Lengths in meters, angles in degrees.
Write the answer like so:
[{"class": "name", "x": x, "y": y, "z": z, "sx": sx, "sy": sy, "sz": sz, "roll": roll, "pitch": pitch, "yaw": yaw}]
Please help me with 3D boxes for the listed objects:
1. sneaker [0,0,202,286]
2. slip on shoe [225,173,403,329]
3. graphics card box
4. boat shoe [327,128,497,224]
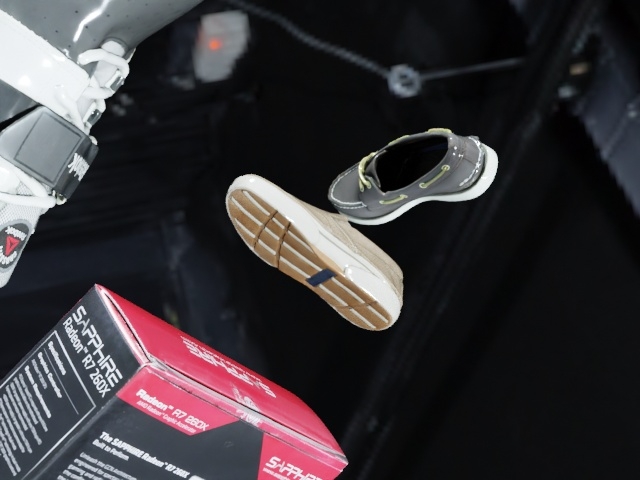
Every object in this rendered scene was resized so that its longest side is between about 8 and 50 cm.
[{"class": "sneaker", "x": -0.174, "y": -0.054, "z": 0.867, "sx": 0.146, "sy": 0.330, "sz": 0.122, "roll": 61, "pitch": 9, "yaw": 16}, {"class": "slip on shoe", "x": 0.000, "y": 0.000, "z": 0.945, "sx": 0.051, "sy": 0.135, "sz": 0.041, "roll": -27, "pitch": -148, "yaw": 49}, {"class": "graphics card box", "x": -0.187, "y": 0.219, "z": 1.084, "sx": 0.371, "sy": 0.233, "sz": 0.094, "roll": -46, "pitch": -131, "yaw": 9}, {"class": "boat shoe", "x": 0.083, "y": -0.073, "z": 1.676, "sx": 0.227, "sy": 0.068, "sz": 0.081, "roll": -14, "pitch": -122, "yaw": 46}]
